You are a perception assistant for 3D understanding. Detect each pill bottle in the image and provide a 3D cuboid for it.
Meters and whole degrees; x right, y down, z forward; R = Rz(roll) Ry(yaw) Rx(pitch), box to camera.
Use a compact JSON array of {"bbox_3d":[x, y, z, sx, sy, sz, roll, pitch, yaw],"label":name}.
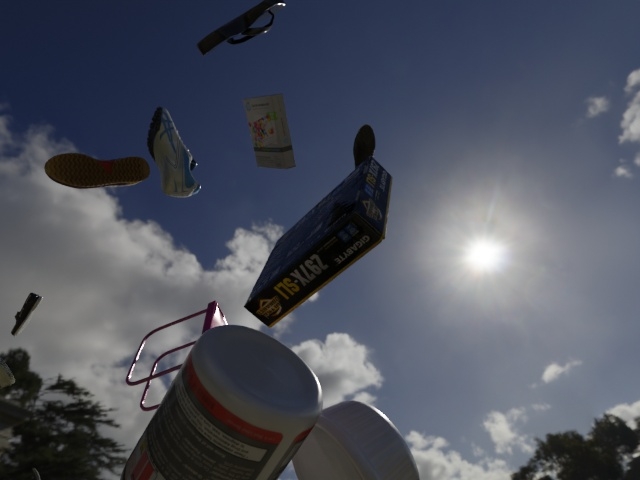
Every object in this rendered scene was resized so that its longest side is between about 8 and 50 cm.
[{"bbox_3d":[-0.170,0.329,0.680,0.210,0.210,0.363,23,-75,-39],"label":"pill bottle"}]

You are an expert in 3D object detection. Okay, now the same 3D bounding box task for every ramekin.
[{"bbox_3d":[0.067,0.433,0.847,0.127,0.273,0.273,-19,-36,-34],"label":"ramekin"}]

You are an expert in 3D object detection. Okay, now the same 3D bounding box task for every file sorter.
[{"bbox_3d":[-0.254,0.324,0.963,0.182,0.202,0.290,-21,-67,2],"label":"file sorter"}]

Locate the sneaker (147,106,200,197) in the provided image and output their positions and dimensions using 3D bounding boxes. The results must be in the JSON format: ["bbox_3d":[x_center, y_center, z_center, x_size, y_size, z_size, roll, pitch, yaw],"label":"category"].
[{"bbox_3d":[-0.334,-0.199,1.017,0.086,0.237,0.085,-1,-28,-42],"label":"sneaker"}]

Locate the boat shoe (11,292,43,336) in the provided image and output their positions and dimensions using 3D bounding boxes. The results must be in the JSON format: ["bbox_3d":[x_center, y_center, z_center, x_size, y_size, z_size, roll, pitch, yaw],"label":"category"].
[{"bbox_3d":[-0.828,0.206,1.253,0.038,0.046,0.125,31,-102,-15],"label":"boat shoe"}]

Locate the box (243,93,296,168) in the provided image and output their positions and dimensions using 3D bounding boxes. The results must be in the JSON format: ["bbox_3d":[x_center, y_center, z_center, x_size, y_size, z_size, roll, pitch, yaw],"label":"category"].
[{"bbox_3d":[-0.135,-0.286,1.185,0.038,0.145,0.186,-23,-66,-34],"label":"box"}]

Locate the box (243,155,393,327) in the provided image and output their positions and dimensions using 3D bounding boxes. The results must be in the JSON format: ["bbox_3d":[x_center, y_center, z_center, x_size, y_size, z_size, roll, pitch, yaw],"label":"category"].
[{"bbox_3d":[0.000,0.000,0.907,0.079,0.257,0.322,42,-60,-12],"label":"box"}]

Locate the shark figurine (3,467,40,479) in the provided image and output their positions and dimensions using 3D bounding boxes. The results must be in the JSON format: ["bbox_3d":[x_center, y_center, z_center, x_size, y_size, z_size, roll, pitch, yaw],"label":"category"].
[{"bbox_3d":[-0.551,0.419,0.710,0.278,0.116,0.166,14,-58,19],"label":"shark figurine"}]

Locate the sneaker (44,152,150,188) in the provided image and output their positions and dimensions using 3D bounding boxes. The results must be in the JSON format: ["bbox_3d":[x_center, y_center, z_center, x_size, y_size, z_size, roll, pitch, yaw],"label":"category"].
[{"bbox_3d":[-0.440,-0.131,0.886,0.185,0.069,0.084,-3,-3,-38],"label":"sneaker"}]

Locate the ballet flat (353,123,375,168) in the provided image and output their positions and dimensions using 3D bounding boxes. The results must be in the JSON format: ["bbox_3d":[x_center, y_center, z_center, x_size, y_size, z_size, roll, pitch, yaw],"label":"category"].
[{"bbox_3d":[0.113,-0.218,1.176,0.057,0.049,0.173,1,-64,2],"label":"ballet flat"}]

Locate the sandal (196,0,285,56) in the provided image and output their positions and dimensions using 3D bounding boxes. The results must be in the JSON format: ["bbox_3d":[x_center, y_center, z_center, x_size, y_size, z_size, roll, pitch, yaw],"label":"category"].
[{"bbox_3d":[-0.166,-0.457,0.978,0.097,0.254,0.054,-5,-53,51],"label":"sandal"}]

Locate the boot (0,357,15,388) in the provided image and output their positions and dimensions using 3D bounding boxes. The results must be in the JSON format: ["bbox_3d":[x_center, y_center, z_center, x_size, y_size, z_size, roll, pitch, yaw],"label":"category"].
[{"bbox_3d":[-0.268,0.128,0.260,0.165,0.213,0.077,-25,-14,-44],"label":"boot"}]
